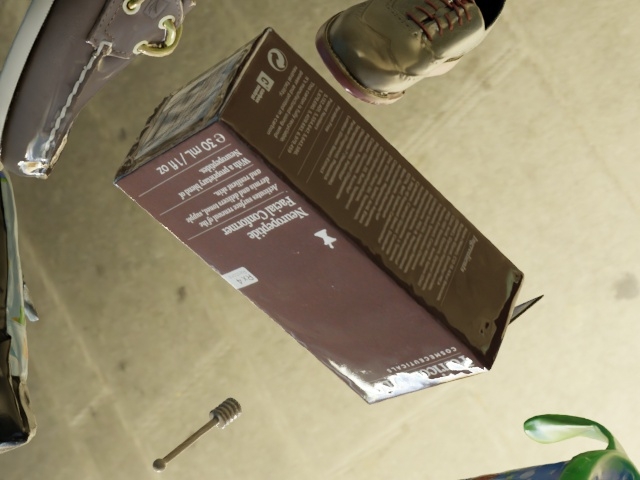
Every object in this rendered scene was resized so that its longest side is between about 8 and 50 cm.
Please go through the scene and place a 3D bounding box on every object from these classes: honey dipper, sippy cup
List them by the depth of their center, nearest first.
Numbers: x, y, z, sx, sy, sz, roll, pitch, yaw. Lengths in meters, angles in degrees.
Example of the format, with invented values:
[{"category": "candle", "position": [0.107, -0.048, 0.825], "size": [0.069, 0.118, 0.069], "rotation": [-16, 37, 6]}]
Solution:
[{"category": "sippy cup", "position": [0.245, 0.362, 1.501], "size": [0.224, 0.305, 0.240], "rotation": [-9, 103, 35]}, {"category": "honey dipper", "position": [-0.165, 0.258, 1.707], "size": [0.030, 0.160, 0.030], "rotation": [19, 124, 31]}]

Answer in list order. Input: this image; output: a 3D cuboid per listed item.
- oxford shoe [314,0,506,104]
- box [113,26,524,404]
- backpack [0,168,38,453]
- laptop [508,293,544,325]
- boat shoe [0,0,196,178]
[{"category": "oxford shoe", "position": [0.109, -0.251, 1.497], "size": [0.130, 0.348, 0.123], "rotation": [-36, 90, 32]}, {"category": "box", "position": [0.002, -0.010, 1.296], "size": [0.381, 0.143, 0.191], "rotation": [41, 141, -21]}, {"category": "backpack", "position": [-0.384, 0.003, 1.064], "size": [0.273, 0.290, 0.355], "rotation": [153, 114, -73]}, {"category": "laptop", "position": [0.189, 0.120, 2.150], "size": [0.264, 0.234, 0.136], "rotation": [32, 126, 23]}, {"category": "boat shoe", "position": [-0.121, -0.177, 0.833], "size": [0.324, 0.096, 0.116], "rotation": [-64, 12, 7]}]
